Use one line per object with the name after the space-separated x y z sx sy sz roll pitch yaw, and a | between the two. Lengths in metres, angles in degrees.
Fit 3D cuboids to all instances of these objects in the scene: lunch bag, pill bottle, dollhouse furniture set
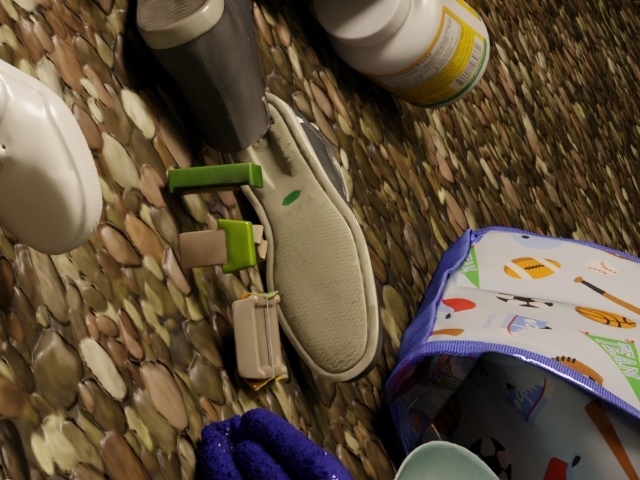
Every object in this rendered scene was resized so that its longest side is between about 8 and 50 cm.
0.237 0.162 1.594 0.385 0.239 0.328 36 22 -1 | lunch bag
0.074 -0.204 1.851 0.208 0.117 0.118 23 44 -64 | pill bottle
-0.064 0.025 1.302 0.076 0.058 0.152 1 83 -78 | dollhouse furniture set

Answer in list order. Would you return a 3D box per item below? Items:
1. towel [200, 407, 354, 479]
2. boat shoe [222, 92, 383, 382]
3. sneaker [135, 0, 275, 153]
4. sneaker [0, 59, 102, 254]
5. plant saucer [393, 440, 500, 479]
0.032 0.249 1.111 0.308 0.076 0.227 60 -11 -11 | towel
0.000 0.000 1.418 0.079 0.084 0.233 33 32 -57 | boat shoe
-0.083 -0.156 1.439 0.222 0.083 0.118 -83 154 -57 | sneaker
-0.200 -0.073 1.002 0.212 0.080 0.094 55 30 -5 | sneaker
0.094 0.241 1.382 0.195 0.037 0.195 32 46 -40 | plant saucer
